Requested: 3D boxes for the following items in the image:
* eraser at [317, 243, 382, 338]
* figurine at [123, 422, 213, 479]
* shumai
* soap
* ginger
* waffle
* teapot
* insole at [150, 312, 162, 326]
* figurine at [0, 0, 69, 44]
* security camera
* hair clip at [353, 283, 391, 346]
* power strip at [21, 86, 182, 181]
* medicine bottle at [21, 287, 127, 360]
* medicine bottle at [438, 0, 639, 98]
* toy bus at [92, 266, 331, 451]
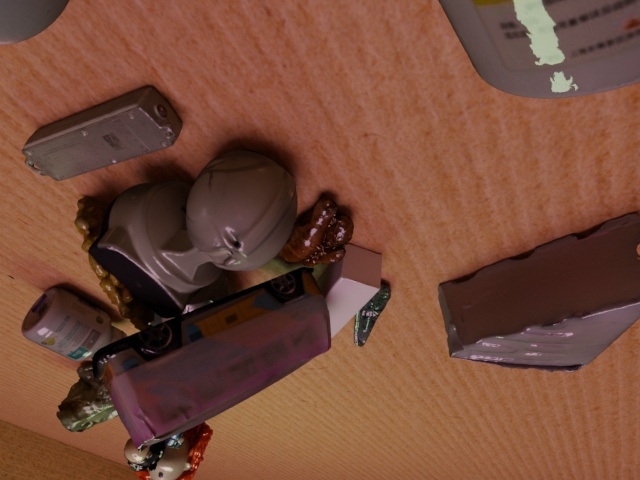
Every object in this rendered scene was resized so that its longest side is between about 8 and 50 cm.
[{"bbox_3d":[0.023,0.123,0.929,0.076,0.078,0.298,18,142,-12],"label":"eraser"},{"bbox_3d":[-0.516,0.676,1.572,0.241,0.306,0.411,14,142,9],"label":"figurine"},{"bbox_3d":[-0.684,0.527,1.502,0.272,0.203,0.222,5,143,0],"label":"shumai"},{"bbox_3d":[0.344,0.084,0.755,0.258,0.159,0.302,7,141,6],"label":"soap"},{"bbox_3d":[0.000,0.000,0.778,0.103,0.073,0.162,25,139,-21],"label":"ginger"},{"bbox_3d":[-0.354,0.046,0.802,0.059,0.238,0.243,-26,128,-12],"label":"waffle"},{"bbox_3d":[-0.255,0.117,0.954,0.163,0.221,0.178,-22,134,-26],"label":"teapot"},{"bbox_3d":[-0.378,0.207,1.111,0.110,0.012,0.309,-22,126,1],"label":"insole"},{"bbox_3d":[-0.369,-0.285,0.452,0.382,0.224,0.205,6,173,46],"label":"figurine"},{"bbox_3d":[-0.162,-0.027,0.688,0.277,0.191,0.197,-19,124,28],"label":"security camera"},{"bbox_3d":[0.101,0.154,0.986,0.066,0.036,0.229,6,136,-3],"label":"hair clip"},{"bbox_3d":[-0.320,-0.148,0.674,0.272,0.052,0.078,-10,139,24],"label":"power strip"},{"bbox_3d":[-0.588,0.219,1.134,0.135,0.135,0.215,-18,135,31],"label":"medicine bottle"},{"bbox_3d":[0.163,-0.252,0.286,0.238,0.237,0.232,-21,134,33],"label":"medicine bottle"},{"bbox_3d":[-0.150,0.184,0.773,0.386,0.162,0.171,-21,170,-34],"label":"toy bus"}]
